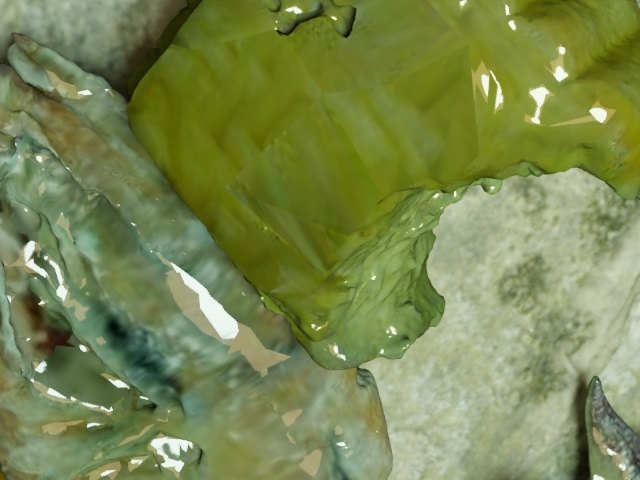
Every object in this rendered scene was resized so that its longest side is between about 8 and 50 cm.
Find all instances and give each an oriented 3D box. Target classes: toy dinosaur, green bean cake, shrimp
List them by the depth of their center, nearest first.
[{"bbox_3d":[0.032,-0.065,0.572,0.233,0.124,0.236,49,130,1],"label":"green bean cake"},{"bbox_3d":[-0.132,0.039,0.663,0.221,0.110,0.445,-34,102,7],"label":"shrimp"},{"bbox_3d":[0.221,0.241,0.886,0.162,0.077,0.294,-30,130,-4],"label":"toy dinosaur"}]

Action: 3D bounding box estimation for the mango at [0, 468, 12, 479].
[{"bbox_3d":[-0.352,0.213,0.685,0.359,0.144,0.187,-25,88,-9],"label":"mango"}]

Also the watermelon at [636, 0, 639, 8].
[{"bbox_3d":[0.259,-0.077,0.676,0.250,0.292,0.283,-14,118,25],"label":"watermelon"}]
